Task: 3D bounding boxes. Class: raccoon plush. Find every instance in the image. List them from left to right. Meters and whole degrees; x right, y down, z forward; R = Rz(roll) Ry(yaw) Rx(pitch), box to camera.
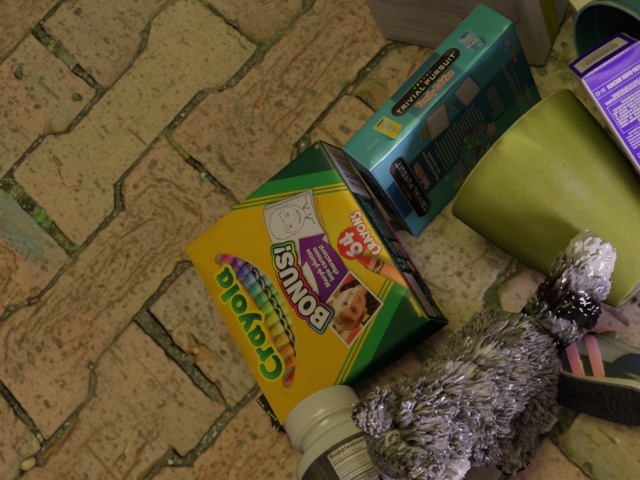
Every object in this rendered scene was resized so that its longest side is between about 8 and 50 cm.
[{"bbox_3d":[0.216,0.163,1.671,0.216,0.299,0.446,26,101,32],"label":"raccoon plush"}]

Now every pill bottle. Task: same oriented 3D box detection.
[{"bbox_3d":[0.071,0.385,1.800,0.176,0.176,0.318,-35,57,3],"label":"pill bottle"}]

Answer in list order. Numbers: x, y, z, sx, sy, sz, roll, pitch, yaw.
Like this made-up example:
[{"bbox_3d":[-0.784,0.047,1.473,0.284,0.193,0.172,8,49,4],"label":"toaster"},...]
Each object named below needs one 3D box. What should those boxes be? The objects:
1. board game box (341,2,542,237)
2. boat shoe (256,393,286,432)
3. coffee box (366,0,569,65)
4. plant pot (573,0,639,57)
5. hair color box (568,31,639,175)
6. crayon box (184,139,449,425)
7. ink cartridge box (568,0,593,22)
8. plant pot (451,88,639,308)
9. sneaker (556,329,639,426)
[{"bbox_3d":[0.214,-0.198,1.981,0.336,0.254,0.079,-46,57,-4],"label":"board game box"},{"bbox_3d":[-0.068,0.303,1.974,0.038,0.046,0.125,-38,55,1],"label":"boat shoe"},{"bbox_3d":[0.273,-0.563,2.085,0.337,0.338,0.334,16,72,27],"label":"coffee box"},{"bbox_3d":[0.601,-0.339,1.901,0.255,0.272,0.271,-36,57,-12],"label":"plant pot"},{"bbox_3d":[0.517,-0.144,1.766,0.110,0.185,0.339,-32,99,13],"label":"hair color box"},{"bbox_3d":[-0.013,0.072,1.948,0.313,0.106,0.363,-38,69,18],"label":"crayon box"},{"bbox_3d":[0.525,-0.408,2.052,0.143,0.092,0.090,-30,57,5],"label":"ink cartridge box"},{"bbox_3d":[0.408,-0.041,1.847,0.275,0.275,0.293,-44,74,-3],"label":"plant pot"},{"bbox_3d":[0.399,0.187,1.824,0.319,0.112,0.131,19,50,31],"label":"sneaker"}]
